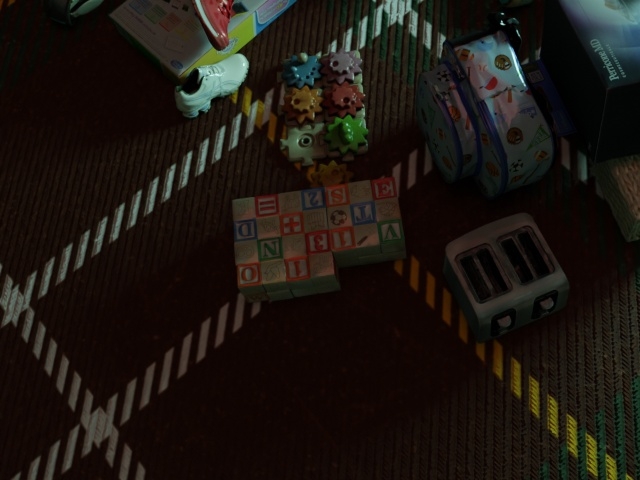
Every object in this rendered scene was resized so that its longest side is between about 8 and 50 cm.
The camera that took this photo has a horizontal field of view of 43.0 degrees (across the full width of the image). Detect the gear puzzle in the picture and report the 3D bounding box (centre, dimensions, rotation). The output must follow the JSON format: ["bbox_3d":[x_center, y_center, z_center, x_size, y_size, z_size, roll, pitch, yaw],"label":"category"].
[{"bbox_3d":[0.003,-0.229,1.569,0.175,0.044,0.339,-6,67,5],"label":"gear puzzle"}]

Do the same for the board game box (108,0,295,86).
[{"bbox_3d":[-0.245,-0.488,1.703,0.316,0.064,0.242,-43,68,-10],"label":"board game box"}]

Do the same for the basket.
[{"bbox_3d":[0.552,-0.093,1.399,0.103,0.113,0.167,-18,65,2],"label":"basket"}]

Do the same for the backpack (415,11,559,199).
[{"bbox_3d":[0.289,-0.208,1.414,0.213,0.276,0.263,-30,73,0],"label":"backpack"}]

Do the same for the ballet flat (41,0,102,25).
[{"bbox_3d":[-0.478,-0.572,1.764,0.096,0.095,0.280,41,88,11],"label":"ballet flat"}]

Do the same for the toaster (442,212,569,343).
[{"bbox_3d":[0.307,0.056,1.371,0.168,0.110,0.186,-22,66,-3],"label":"toaster"}]

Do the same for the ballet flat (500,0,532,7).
[{"bbox_3d":[0.368,-0.566,1.658,0.073,0.080,0.232,-6,66,-25],"label":"ballet flat"}]

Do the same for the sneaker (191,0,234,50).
[{"bbox_3d":[-0.191,-0.484,1.612,0.128,0.087,0.221,-23,68,-1],"label":"sneaker"}]

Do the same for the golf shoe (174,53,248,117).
[{"bbox_3d":[-0.216,-0.321,1.618,0.069,0.086,0.176,40,76,23],"label":"golf shoe"}]

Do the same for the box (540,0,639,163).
[{"bbox_3d":[0.558,-0.315,1.359,0.294,0.183,0.296,-13,52,2],"label":"box"}]

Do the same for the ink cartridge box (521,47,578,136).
[{"bbox_3d":[0.546,-0.319,1.526,0.311,0.065,0.186,-18,66,2],"label":"ink cartridge box"}]

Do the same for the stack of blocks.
[{"bbox_3d":[0.000,0.000,1.449,0.297,0.087,0.171,-9,66,4],"label":"stack of blocks"}]
